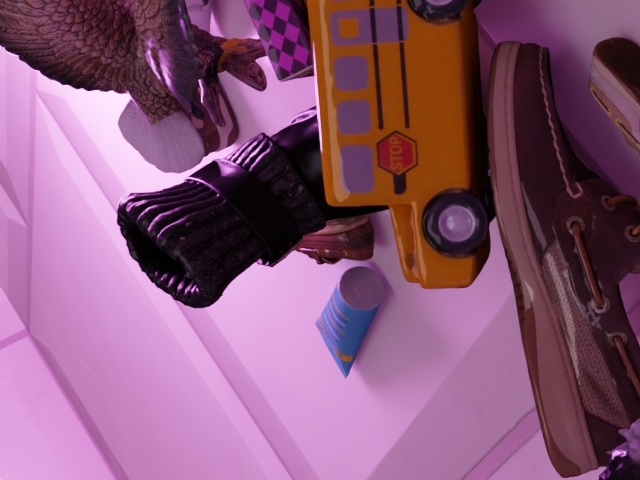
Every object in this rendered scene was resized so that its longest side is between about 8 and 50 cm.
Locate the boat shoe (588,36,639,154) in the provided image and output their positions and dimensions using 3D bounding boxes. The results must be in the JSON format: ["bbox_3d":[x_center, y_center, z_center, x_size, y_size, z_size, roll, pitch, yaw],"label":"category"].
[{"bbox_3d":[0.237,-0.084,0.857,0.135,0.050,0.045,61,159,28],"label":"boat shoe"}]

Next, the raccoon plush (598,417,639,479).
[{"bbox_3d":[0.325,0.142,0.548,0.216,0.446,0.299,49,172,45],"label":"raccoon plush"}]

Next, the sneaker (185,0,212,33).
[{"bbox_3d":[-0.137,-0.280,1.301,0.153,0.094,0.235,46,140,48],"label":"sneaker"}]

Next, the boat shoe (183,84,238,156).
[{"bbox_3d":[-0.196,-0.217,1.467,0.257,0.095,0.095,62,154,3],"label":"boat shoe"}]

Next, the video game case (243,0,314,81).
[{"bbox_3d":[-0.038,-0.254,1.052,0.232,0.042,0.210,67,-162,-3],"label":"video game case"}]

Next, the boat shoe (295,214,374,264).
[{"bbox_3d":[0.001,0.000,1.347,0.178,0.064,0.060,-4,108,60],"label":"boat shoe"}]

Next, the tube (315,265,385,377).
[{"bbox_3d":[0.029,0.093,1.410,0.207,0.052,0.080,110,139,-64],"label":"tube"}]

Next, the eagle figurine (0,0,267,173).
[{"bbox_3d":[-0.174,-0.205,1.148,0.226,0.298,0.225,-35,76,19],"label":"eagle figurine"}]

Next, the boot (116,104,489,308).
[{"bbox_3d":[-0.024,-0.044,1.124,0.348,0.260,0.131,-13,104,62],"label":"boot"}]

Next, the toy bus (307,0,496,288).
[{"bbox_3d":[0.065,-0.133,0.951,0.130,0.108,0.333,-2,102,15],"label":"toy bus"}]

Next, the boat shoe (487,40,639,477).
[{"bbox_3d":[0.209,0.008,0.937,0.123,0.123,0.342,-1,-100,-76],"label":"boat shoe"}]
